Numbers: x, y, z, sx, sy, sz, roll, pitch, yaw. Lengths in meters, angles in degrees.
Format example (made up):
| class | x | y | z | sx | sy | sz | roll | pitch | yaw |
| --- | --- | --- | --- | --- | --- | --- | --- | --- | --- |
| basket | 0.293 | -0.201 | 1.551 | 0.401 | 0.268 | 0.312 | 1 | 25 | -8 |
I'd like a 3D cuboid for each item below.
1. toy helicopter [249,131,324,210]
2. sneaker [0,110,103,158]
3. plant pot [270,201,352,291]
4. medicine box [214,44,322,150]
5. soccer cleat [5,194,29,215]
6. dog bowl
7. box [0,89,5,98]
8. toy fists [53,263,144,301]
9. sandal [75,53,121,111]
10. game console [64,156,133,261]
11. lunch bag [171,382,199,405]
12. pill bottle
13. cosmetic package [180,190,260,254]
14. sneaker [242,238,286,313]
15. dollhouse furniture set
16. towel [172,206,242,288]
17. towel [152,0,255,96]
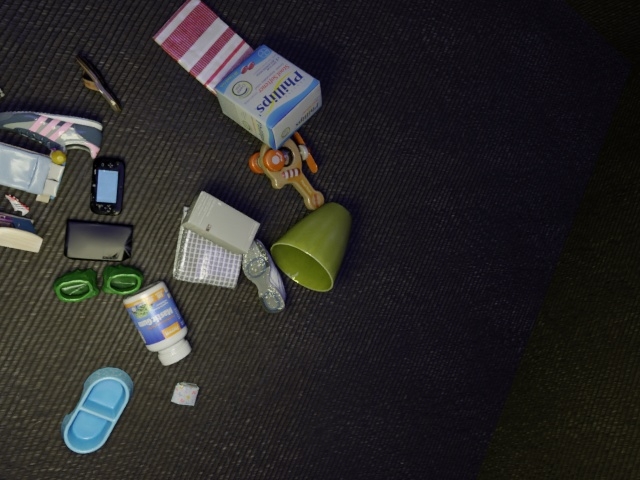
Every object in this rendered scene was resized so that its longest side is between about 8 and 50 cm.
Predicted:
| class | x | y | z | sx | sy | sz | roll | pitch | yaw |
| --- | --- | --- | --- | --- | --- | --- | --- | --- | --- |
| toy helicopter | -0.093 | -0.271 | 1.937 | 0.235 | 0.140 | 0.355 | -51 | 119 | -23 |
| sneaker | -0.887 | -0.341 | 1.599 | 0.319 | 0.112 | 0.131 | 2 | 87 | -21 |
| plant pot | 0.000 | 0.000 | 1.908 | 0.275 | 0.275 | 0.293 | 44 | 60 | -17 |
| medicine box | -0.186 | -0.524 | 1.796 | 0.289 | 0.149 | 0.263 | 37 | 74 | 17 |
| soccer cleat | -0.997 | -0.116 | 1.603 | 0.083 | 0.029 | 0.035 | 42 | 72 | -22 |
| dog bowl | -0.766 | 0.587 | 1.682 | 0.166 | 0.074 | 0.297 | 31 | 79 | -19 |
| box | -1.191 | -0.482 | 1.492 | 0.307 | 0.076 | 0.242 | 42 | 76 | -17 |
| toy fists | -0.743 | 0.142 | 1.652 | 0.279 | 0.142 | 0.096 | -8 | 110 | -22 |
| sandal | -0.767 | -0.530 | 1.673 | 0.060 | 0.090 | 0.219 | -31 | 110 | 3 |
| game console | -0.757 | -0.108 | 1.693 | 0.213 | 0.044 | 0.361 | 4 | 89 | -22 |
| lunch bag | -0.500 | 0.562 | 1.802 | 0.083 | 0.053 | 0.071 | 17 | 87 | -31 |
| pill bottle | -0.562 | 0.292 | 1.719 | 0.152 | 0.152 | 0.272 | -28 | 100 | -20 |
| cosmetic package | -0.346 | -0.055 | 1.707 | 0.238 | 0.107 | 0.127 | 28 | 70 | -24 |
| sneaker | -0.212 | 0.129 | 1.877 | 0.111 | 0.129 | 0.297 | -13 | 107 | 13 |
| dollhouse furniture set | -0.938 | -0.159 | 1.467 | 0.286 | 0.198 | 0.303 | 18 | 97 | -42 |
| towel | -0.401 | 0.023 | 1.798 | 0.235 | 0.121 | 0.283 | 11 | 86 | -23 |
| towel | -0.418 | -0.713 | 1.828 | 0.329 | 0.037 | 0.237 | 40 | 78 | -16 |
